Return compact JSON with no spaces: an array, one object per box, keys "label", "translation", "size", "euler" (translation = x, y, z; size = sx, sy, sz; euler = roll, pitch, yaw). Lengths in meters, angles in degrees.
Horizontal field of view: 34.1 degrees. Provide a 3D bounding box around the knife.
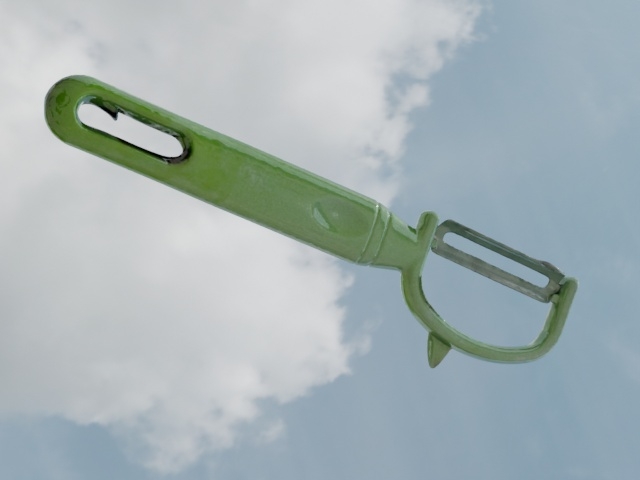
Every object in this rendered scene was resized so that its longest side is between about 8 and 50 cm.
[{"label":"knife","translation":[0.000,0.000,0.372],"size":[0.212,0.015,0.054],"euler":[24,-97,-19]}]
